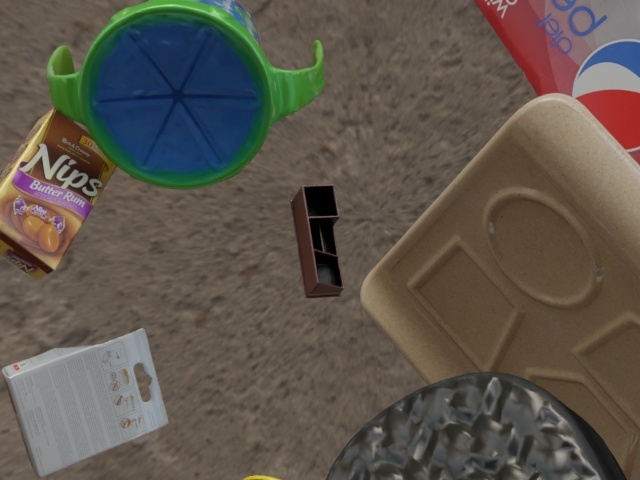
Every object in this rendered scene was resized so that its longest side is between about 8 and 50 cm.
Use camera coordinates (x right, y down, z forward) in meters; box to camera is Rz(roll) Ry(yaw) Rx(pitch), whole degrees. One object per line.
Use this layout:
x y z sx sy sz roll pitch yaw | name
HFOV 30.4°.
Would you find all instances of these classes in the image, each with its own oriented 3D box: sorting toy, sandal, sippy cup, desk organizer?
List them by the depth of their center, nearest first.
0.112 0.253 0.391 0.167 0.107 0.446 -26 53 21 | sandal
0.129 0.046 0.604 0.193 0.208 0.038 49 53 7 | sorting toy
0.000 0.000 1.424 0.047 0.050 0.130 -2 69 -18 | desk organizer
-0.165 -0.214 1.474 0.305 0.224 0.240 31 115 -13 | sippy cup

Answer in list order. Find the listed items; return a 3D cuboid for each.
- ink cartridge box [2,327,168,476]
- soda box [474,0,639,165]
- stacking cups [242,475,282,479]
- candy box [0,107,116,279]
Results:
-0.295 0.198 1.487 0.179 0.045 0.145 -21 111 -25 | ink cartridge box
0.168 -0.109 0.665 0.083 0.092 0.263 -43 65 32 | soda box
-0.099 0.405 1.226 0.096 0.096 0.316 23 56 2 | stacking cups
-0.334 -0.059 1.434 0.109 0.053 0.187 40 52 -23 | candy box
